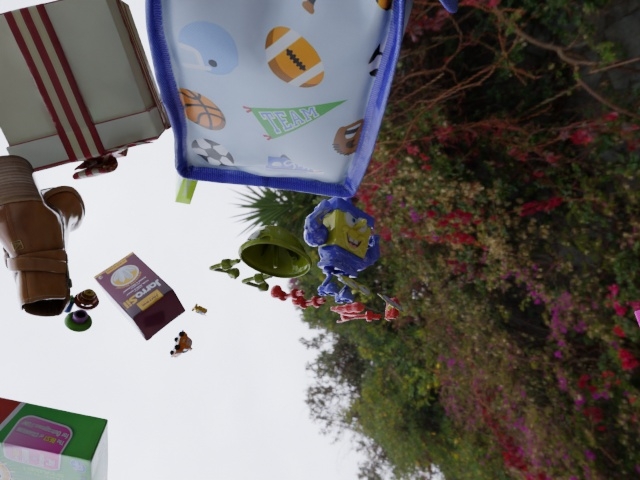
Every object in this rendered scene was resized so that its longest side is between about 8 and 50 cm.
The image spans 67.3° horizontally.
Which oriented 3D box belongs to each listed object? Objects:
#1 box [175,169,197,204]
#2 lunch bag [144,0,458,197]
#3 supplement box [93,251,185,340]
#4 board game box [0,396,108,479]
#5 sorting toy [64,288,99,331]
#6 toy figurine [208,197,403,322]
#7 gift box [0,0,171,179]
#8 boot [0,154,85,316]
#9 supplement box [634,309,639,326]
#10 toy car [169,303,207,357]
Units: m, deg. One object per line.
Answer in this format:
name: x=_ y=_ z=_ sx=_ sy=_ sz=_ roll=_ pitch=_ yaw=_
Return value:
box: x=-0.313 y=-0.183 z=1.159 sx=0.042 sy=0.178 sz=0.109 roll=8 pitch=-128 yaw=-25
lunch bag: x=-0.016 y=-0.271 z=0.420 sx=0.239 sy=0.385 sz=0.327 roll=4 pitch=-117 yaw=-4
supplement box: x=-0.400 y=0.119 z=1.063 sx=0.104 sy=0.188 sz=0.080 roll=-39 pitch=-40 yaw=-26
board game box: x=-0.503 y=0.332 z=0.752 sx=0.317 sy=0.242 sz=0.064 roll=15 pitch=-140 yaw=-7
sorting toy: x=-0.476 y=0.130 z=0.958 sx=0.061 sy=0.042 sz=0.102 roll=19 pitch=-148 yaw=-23
toy figurine: x=0.000 y=0.000 z=0.894 sx=0.363 sy=0.191 sz=0.217 roll=27 pitch=-120 yaw=-34
gift box: x=-0.382 y=-0.252 z=0.809 sx=0.277 sy=0.255 sz=0.258 roll=-13 pitch=-67 yaw=-1
boot: x=-0.432 y=0.012 z=0.775 sx=0.109 sy=0.283 sz=0.220 roll=-16 pitch=-99 yaw=-18
supplement box: x=0.588 y=0.125 z=0.665 sx=0.114 sy=0.220 sz=0.111 roll=28 pitch=-135 yaw=-24
toy car: x=-0.268 y=0.193 z=0.995 sx=0.041 sy=0.122 sz=0.060 roll=27 pitch=-154 yaw=-21
